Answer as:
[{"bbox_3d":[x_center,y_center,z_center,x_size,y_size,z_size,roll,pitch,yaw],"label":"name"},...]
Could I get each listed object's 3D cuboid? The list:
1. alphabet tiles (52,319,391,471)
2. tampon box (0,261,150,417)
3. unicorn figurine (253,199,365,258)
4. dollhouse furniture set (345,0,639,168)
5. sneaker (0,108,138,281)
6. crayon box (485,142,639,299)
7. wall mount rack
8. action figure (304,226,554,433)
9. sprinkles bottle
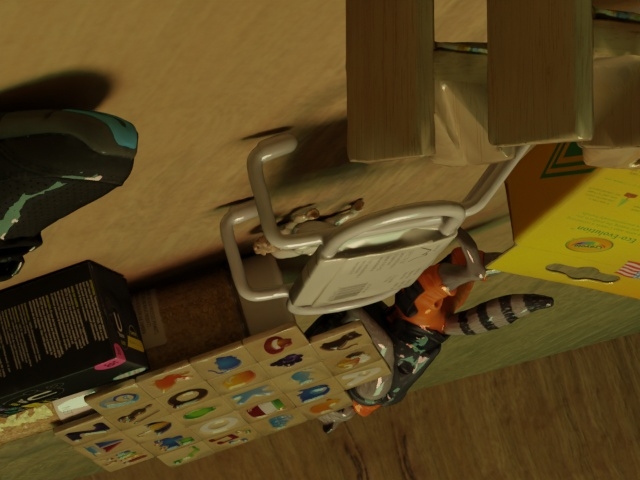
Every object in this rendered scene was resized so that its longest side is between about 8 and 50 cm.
[{"bbox_3d":[-0.099,0.171,1.689,0.342,0.011,0.285,-20,155,6],"label":"alphabet tiles"},{"bbox_3d":[-0.267,0.100,1.539,0.161,0.101,0.120,-19,168,7],"label":"tampon box"},{"bbox_3d":[0.000,0.000,1.602,0.162,0.060,0.111,11,154,-34],"label":"unicorn figurine"},{"bbox_3d":[0.264,-0.174,0.861,0.362,0.257,0.394,1,179,-33],"label":"dollhouse furniture set"},{"bbox_3d":[-0.258,0.015,1.075,0.340,0.140,0.125,-24,165,23],"label":"sneaker"},{"bbox_3d":[0.309,-0.062,1.422,0.202,0.081,0.318,12,145,-27],"label":"crayon box"},{"bbox_3d":[0.076,-0.038,1.370,0.304,0.130,0.350,-11,168,-13],"label":"wall mount rack"},{"bbox_3d":[0.091,0.115,1.842,0.330,0.178,0.341,-43,178,26],"label":"action figure"},{"bbox_3d":[-0.202,0.116,1.668,0.355,0.121,0.121,-16,168,-2],"label":"sprinkles bottle"}]
